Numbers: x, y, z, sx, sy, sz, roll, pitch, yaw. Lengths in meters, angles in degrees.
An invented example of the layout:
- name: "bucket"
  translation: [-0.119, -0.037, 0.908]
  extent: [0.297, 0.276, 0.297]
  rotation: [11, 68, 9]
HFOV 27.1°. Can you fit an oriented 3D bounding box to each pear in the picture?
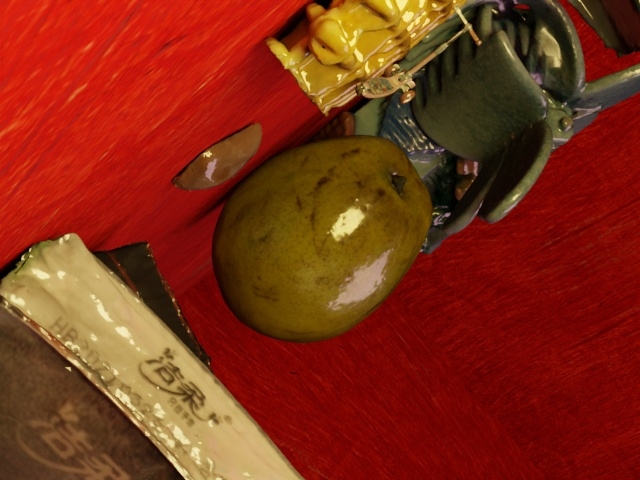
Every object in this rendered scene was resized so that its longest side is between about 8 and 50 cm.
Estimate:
- name: "pear"
  translation: [0.000, 0.000, 1.738]
  extent: [0.307, 0.253, 0.253]
  rotation: [-32, -177, 29]

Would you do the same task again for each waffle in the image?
- name: "waffle"
  translation: [0.067, -0.181, 0.943]
  extent: [0.219, 0.057, 0.229]
  rotation: [-39, 179, 3]

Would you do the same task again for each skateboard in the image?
- name: "skateboard"
  translation: [0.068, -0.129, 0.937]
  extent: [0.083, 0.032, 0.064]
  rotation: [-36, 169, 34]

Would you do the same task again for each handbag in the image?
- name: "handbag"
  translation: [-0.212, 0.111, 1.253]
  extent: [0.155, 0.169, 0.215]
  rotation: [-16, 165, -43]

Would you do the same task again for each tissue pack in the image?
- name: "tissue pack"
  translation: [-0.237, 0.207, 1.085]
  extent: [0.394, 0.288, 0.124]
  rotation: [-38, -170, 35]

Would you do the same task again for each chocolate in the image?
- name: "chocolate"
  translation: [-0.089, -0.073, 1.228]
  extent: [0.064, 0.031, 0.101]
  rotation: [-44, 176, 32]

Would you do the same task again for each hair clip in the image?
- name: "hair clip"
  translation: [0.240, -0.195, 1.726]
  extent: [0.392, 0.238, 0.318]
  rotation: [-39, 179, -21]

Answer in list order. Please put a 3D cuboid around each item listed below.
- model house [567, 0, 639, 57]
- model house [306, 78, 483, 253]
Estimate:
- name: "model house"
  translation: [0.354, -0.339, 1.286]
  extent: [0.291, 0.184, 0.253]
  rotation: [-43, 175, 2]
- name: "model house"
  translation: [0.065, -0.070, 1.946]
  extent: [0.329, 0.251, 0.295]
  rotation: [-31, 175, -38]
